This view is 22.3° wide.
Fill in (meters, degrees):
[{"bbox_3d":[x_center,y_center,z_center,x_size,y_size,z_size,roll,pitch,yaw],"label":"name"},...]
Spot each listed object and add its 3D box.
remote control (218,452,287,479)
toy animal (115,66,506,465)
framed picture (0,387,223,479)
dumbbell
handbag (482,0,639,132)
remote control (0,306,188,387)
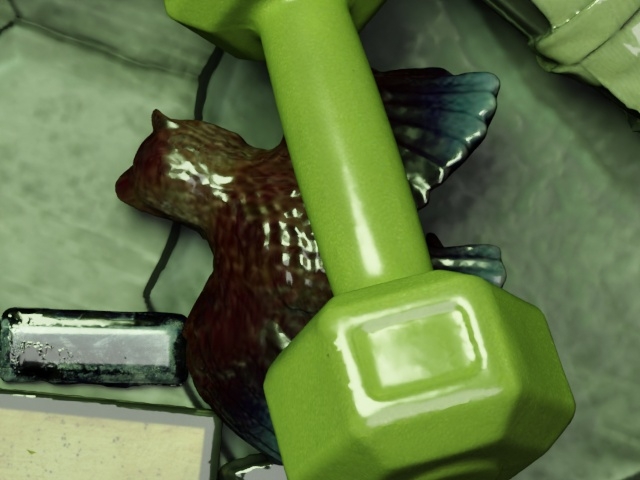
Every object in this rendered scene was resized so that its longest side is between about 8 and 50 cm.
[{"bbox_3d":[0.004,0.225,0.828,0.063,0.025,0.245,-15,92,-4],"label":"remote control"},{"bbox_3d":[-0.008,-0.004,0.778,0.179,0.116,0.218,27,93,-8],"label":"toy animal"},{"bbox_3d":[-0.192,0.238,0.799,0.255,0.014,0.339,7,90,-9],"label":"framed picture"},{"bbox_3d":[0.011,-0.035,0.695,0.121,0.108,0.302,-15,66,-4],"label":"dumbbell"},{"bbox_3d":[0.160,-0.208,0.807,0.316,0.109,0.253,42,87,-8],"label":"handbag"},{"bbox_3d":[-0.113,0.054,0.814,0.096,0.014,0.039,3,90,-7],"label":"remote control"}]
